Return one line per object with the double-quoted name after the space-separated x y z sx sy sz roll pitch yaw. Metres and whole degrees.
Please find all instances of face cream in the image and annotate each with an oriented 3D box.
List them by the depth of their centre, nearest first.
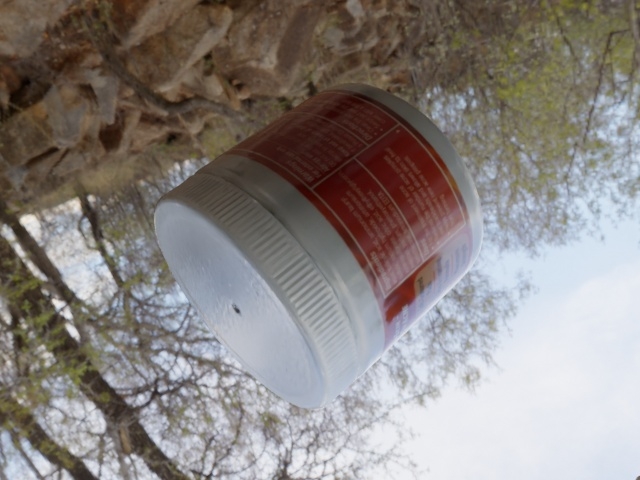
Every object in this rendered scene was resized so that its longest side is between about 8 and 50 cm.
0.000 0.000 0.509 0.187 0.201 0.201 -39 -148 -27 "face cream"

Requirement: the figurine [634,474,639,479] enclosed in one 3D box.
0.418 0.214 0.543 0.256 0.182 0.145 -6 -124 36 "figurine"
